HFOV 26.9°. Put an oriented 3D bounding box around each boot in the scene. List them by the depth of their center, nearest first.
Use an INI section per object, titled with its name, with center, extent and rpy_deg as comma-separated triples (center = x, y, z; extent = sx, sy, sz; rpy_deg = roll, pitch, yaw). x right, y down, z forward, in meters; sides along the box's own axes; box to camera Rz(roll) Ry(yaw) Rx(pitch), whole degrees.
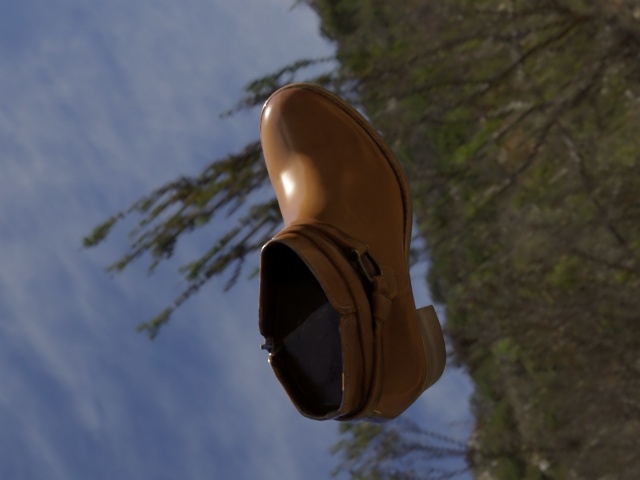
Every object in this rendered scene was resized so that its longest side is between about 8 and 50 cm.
[boot]
center = 0.000, 0.000, 0.691
extent = 0.197, 0.073, 0.152
rpy_deg = 64, -160, 10
